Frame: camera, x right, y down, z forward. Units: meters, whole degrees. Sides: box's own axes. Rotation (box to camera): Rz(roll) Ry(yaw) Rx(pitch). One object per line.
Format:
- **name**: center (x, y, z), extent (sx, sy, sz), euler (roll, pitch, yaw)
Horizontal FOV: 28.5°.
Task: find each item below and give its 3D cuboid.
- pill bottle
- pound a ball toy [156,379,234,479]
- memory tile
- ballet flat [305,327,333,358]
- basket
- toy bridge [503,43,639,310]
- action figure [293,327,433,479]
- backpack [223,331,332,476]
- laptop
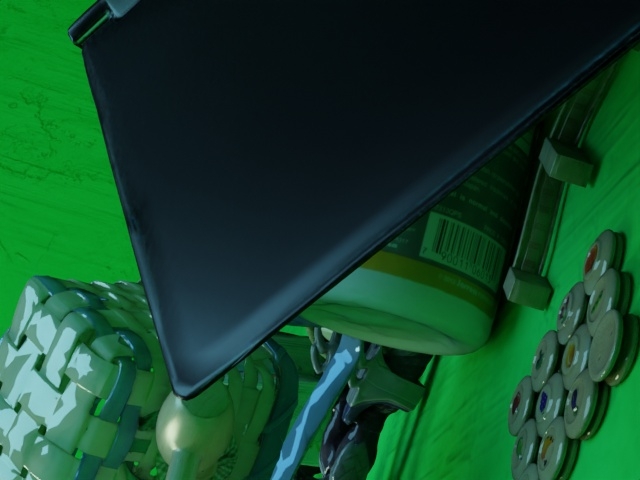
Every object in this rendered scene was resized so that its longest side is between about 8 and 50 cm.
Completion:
- **pill bottle**: center (0.075, -0.068, 0.917), extent (0.162, 0.162, 0.279), euler (123, 162, -75)
- **pound a ball toy**: center (-0.032, 0.264, 0.732), extent (0.136, 0.208, 0.319), euler (115, 169, -61)
- **memory tile**: center (0.130, 0.075, 0.671), extent (0.113, 0.012, 0.148), euler (-80, 8, -55)
- **ballet flat**: center (0.046, 0.026, 1.175), extent (0.348, 0.123, 0.123), euler (104, 180, -63)
- **basket**: center (-0.112, 0.156, 0.928), extent (0.289, 0.201, 0.255), euler (13, -74, -52)
- **toy bridge**: center (0.151, -0.048, 0.776), extent (0.063, 0.026, 0.188), euler (-80, 8, -75)
- **action figure**: center (0.015, 0.205, 1.092), extent (0.185, 0.099, 0.285), euler (-162, 85, -75)
- **backpack**: center (-0.082, 0.199, 1.475), extent (0.253, 0.225, 0.191), euler (154, 123, -79)
- **laptop**: center (0.091, -0.134, 0.641), extent (0.382, 0.236, 0.408), euler (-39, -14, 13)
